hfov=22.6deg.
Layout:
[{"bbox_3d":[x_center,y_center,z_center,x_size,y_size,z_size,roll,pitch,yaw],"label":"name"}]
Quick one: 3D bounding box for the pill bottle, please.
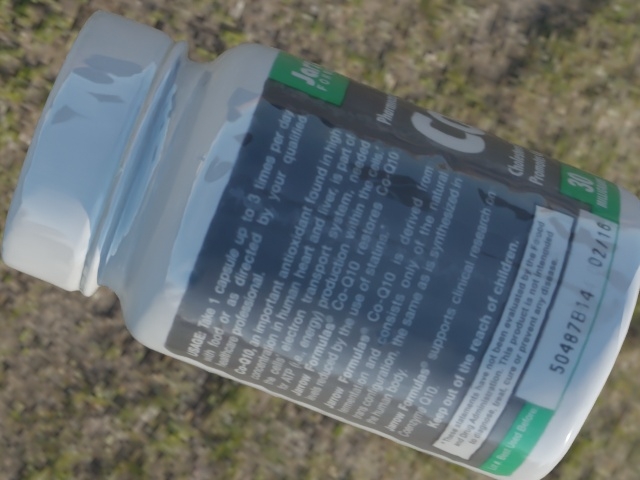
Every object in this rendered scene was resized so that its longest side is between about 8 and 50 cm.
[{"bbox_3d":[0.000,0.000,1.004,0.361,0.204,0.204,21,97,-4],"label":"pill bottle"}]
